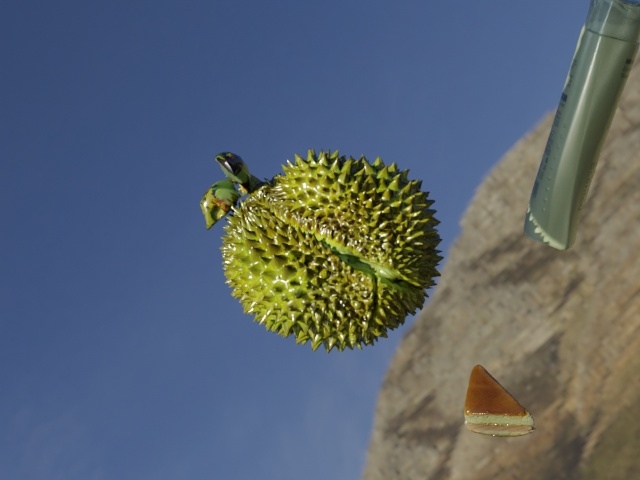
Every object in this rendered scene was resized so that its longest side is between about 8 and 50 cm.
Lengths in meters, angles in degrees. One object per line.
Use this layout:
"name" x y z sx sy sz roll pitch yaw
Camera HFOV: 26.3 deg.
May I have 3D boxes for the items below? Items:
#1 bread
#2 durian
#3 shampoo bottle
"bread" 0.192 0.194 1.565 0.062 0.109 0.043 -31 -48 -17
"durian" 0.003 0.014 1.098 0.198 0.159 0.146 -4 -25 21
"shampoo bottle" 0.218 -0.099 1.131 0.072 0.049 0.212 -37 -37 -69
